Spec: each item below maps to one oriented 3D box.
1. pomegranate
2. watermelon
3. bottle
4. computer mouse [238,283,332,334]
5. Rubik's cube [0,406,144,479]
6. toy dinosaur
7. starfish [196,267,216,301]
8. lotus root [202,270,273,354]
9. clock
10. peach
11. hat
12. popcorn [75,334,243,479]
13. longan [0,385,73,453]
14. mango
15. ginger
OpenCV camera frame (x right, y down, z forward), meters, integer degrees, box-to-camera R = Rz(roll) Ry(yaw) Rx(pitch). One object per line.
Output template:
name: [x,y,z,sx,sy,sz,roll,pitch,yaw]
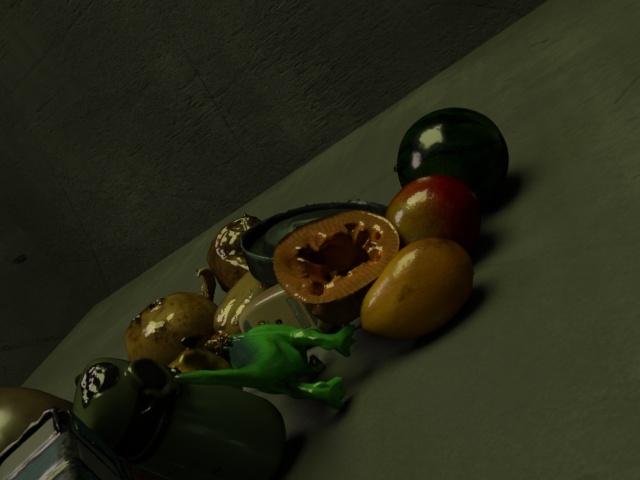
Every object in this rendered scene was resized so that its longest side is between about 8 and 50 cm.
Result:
pomegranate: [-0.352,0.250,1.705,0.260,0.260,0.260,-35,15,11]
watermelon: [0.281,-0.169,1.483,0.242,0.242,0.242,-35,15,11]
bottle: [-0.220,0.283,1.056,0.168,0.347,0.169,-25,50,33]
computer mouse: [-0.071,0.164,1.490,0.236,0.145,0.082,-31,1,29]
Rubik's cube: [-0.288,0.454,0.751,0.362,0.359,0.363,-41,18,-17]
toy dinosaur: [-0.150,0.188,1.197,0.374,0.500,0.144,4,83,40]
starfish: [-0.370,0.221,2.040,0.375,0.094,0.327,-89,22,-69]
lotus root: [-0.154,0.170,1.658,0.169,0.152,0.343,-2,36,41]
clock: [0.000,0.000,1.651,0.386,0.077,0.386,-9,21,3]
peach: [0.224,-0.037,1.329,0.197,0.197,0.197,-35,15,11]
hat: [0.041,0.107,1.319,0.233,0.233,0.244,-4,42,7]
popcorn: [-0.318,0.352,1.321,0.315,0.281,0.297,-22,-12,25]
longan: [-0.678,0.512,1.511,0.404,0.404,0.336,-40,-22,-8]
mango: [0.163,0.088,1.173,0.219,0.145,0.112,-39,-1,4]
ginger: [-0.209,0.071,2.017,0.200,0.269,0.223,-37,-28,-24]
